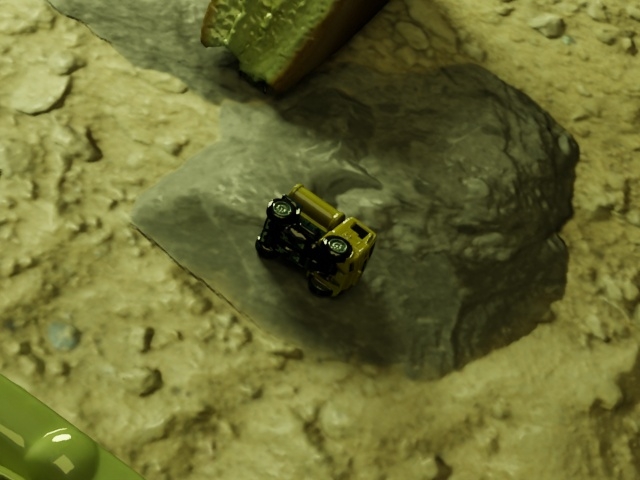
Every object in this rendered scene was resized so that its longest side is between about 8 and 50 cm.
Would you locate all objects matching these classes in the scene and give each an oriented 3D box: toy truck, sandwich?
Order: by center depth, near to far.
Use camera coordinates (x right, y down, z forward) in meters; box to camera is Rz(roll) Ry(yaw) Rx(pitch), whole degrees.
[{"bbox_3d":[0.000,0.000,1.085,0.083,0.049,0.054,35,48,13],"label":"toy truck"},{"bbox_3d":[0.001,-0.237,1.233,0.122,0.128,0.236,25,47,13],"label":"sandwich"}]

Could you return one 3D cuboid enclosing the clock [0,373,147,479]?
[{"bbox_3d":[-0.223,0.223,0.796,0.235,0.096,0.308,34,51,10],"label":"clock"}]
